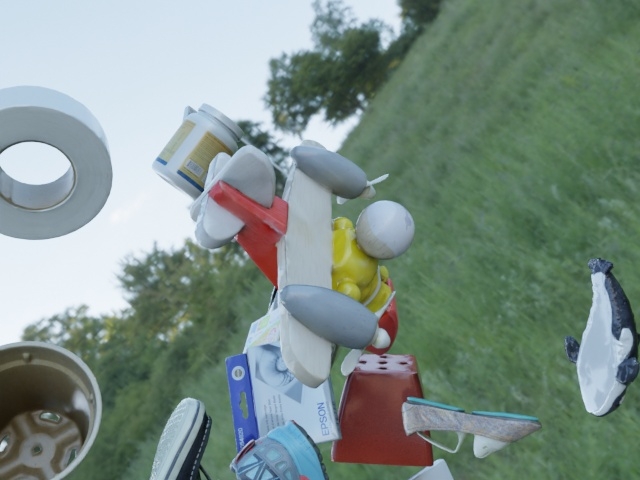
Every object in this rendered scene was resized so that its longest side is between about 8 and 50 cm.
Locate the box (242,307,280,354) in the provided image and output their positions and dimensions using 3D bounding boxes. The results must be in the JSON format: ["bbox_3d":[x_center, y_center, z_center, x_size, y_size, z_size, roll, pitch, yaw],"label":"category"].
[{"bbox_3d":[-0.102,0.252,1.723,0.203,0.103,0.114,-36,33,51],"label":"box"}]

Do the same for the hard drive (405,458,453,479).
[{"bbox_3d":[0.257,0.746,1.806,0.318,0.210,0.040,-17,-11,-39],"label":"hard drive"}]

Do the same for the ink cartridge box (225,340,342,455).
[{"bbox_3d":[-0.085,0.319,1.402,0.224,0.223,0.045,-15,-21,8],"label":"ink cartridge box"}]

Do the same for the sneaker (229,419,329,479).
[{"bbox_3d":[-0.039,0.364,0.852,0.125,0.262,0.104,-20,1,-19],"label":"sneaker"}]

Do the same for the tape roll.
[{"bbox_3d":[-0.544,-0.143,1.297,0.286,0.100,0.286,-11,-53,-15],"label":"tape roll"}]

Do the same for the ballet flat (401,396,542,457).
[{"bbox_3d":[0.330,0.422,1.519,0.107,0.316,0.106,25,-110,-55],"label":"ballet flat"}]

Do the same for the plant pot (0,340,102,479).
[{"bbox_3d":[-0.667,0.444,1.562,0.334,0.334,0.305,-44,-12,-32],"label":"plant pot"}]

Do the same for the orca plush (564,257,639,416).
[{"bbox_3d":[0.536,0.173,1.259,0.102,0.287,0.151,-3,-9,-30],"label":"orca plush"}]

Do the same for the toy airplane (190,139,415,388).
[{"bbox_3d":[0.000,0.000,1.005,0.272,0.386,0.384,-23,-9,21],"label":"toy airplane"}]

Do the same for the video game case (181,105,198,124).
[{"bbox_3d":[-0.325,-0.266,1.938,0.022,0.173,0.190,-25,48,34],"label":"video game case"}]

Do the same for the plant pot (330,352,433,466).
[{"bbox_3d":[0.171,0.446,1.873,0.267,0.267,0.236,-48,-41,-81],"label":"plant pot"}]

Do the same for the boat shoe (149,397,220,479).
[{"bbox_3d":[-0.245,0.505,1.231,0.187,0.156,0.500,-103,25,-70],"label":"boat shoe"}]

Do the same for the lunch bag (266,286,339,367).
[{"bbox_3d":[-0.031,0.202,2.014,0.212,0.256,0.305,-52,-18,-58],"label":"lunch bag"}]

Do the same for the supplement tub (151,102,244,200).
[{"bbox_3d":[-0.287,-0.209,1.619,0.200,0.144,0.144,-55,-11,-6],"label":"supplement tub"}]
